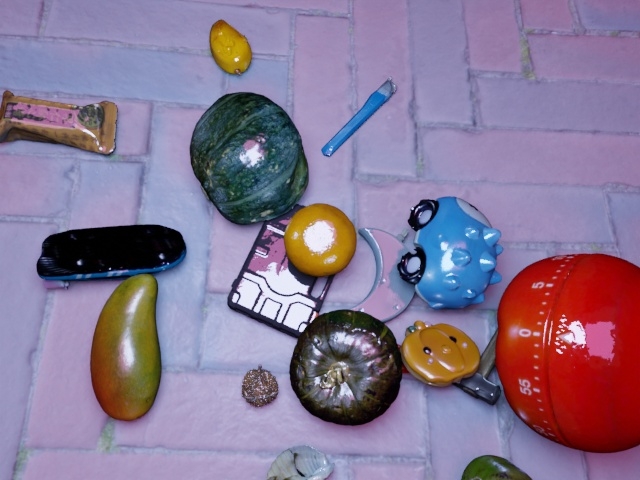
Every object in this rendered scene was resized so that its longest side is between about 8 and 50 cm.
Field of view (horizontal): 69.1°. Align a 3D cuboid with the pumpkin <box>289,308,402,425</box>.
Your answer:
[{"bbox_3d":[0.052,0.258,0.934,0.237,0.159,0.238,2,99,14],"label":"pumpkin"}]

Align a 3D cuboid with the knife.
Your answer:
[{"bbox_3d":[0.104,-0.324,1.214,0.044,0.026,0.296,41,77,11],"label":"knife"}]

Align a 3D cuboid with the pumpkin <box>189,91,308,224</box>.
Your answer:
[{"bbox_3d":[-0.173,-0.204,1.037,0.263,0.197,0.293,-32,60,-6],"label":"pumpkin"}]

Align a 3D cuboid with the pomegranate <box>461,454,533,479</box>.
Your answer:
[{"bbox_3d":[0.361,0.529,0.916,0.130,0.152,0.191,-18,96,-16],"label":"pomegranate"}]

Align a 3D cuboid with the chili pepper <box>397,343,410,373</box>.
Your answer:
[{"bbox_3d":[0.148,0.251,1.026,0.191,0.050,0.059,24,56,-5],"label":"chili pepper"}]

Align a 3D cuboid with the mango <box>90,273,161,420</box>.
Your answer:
[{"bbox_3d":[-0.396,0.217,0.951,0.129,0.146,0.290,13,64,-45],"label":"mango"}]

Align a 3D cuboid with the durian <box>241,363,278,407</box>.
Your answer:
[{"bbox_3d":[-0.126,0.304,0.974,0.080,0.080,0.091,7,93,-2],"label":"durian"}]

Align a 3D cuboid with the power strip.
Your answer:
[{"bbox_3d":[0.142,0.079,1.078,0.167,0.054,0.254,19,73,-1],"label":"power strip"}]

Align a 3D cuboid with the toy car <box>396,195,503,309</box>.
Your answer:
[{"bbox_3d":[0.299,0.026,1.007,0.188,0.190,0.256,31,66,-32],"label":"toy car"}]

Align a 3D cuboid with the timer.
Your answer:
[{"bbox_3d":[0.524,0.213,0.911,0.377,0.279,0.379,0,90,-39],"label":"timer"}]

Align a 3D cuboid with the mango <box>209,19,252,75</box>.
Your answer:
[{"bbox_3d":[-0.240,-0.507,1.225,0.101,0.066,0.188,-28,72,-4],"label":"mango"}]

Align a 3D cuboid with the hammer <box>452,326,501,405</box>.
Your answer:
[{"bbox_3d":[0.422,0.195,1.058,0.111,0.044,0.365,19,60,41],"label":"hammer"}]

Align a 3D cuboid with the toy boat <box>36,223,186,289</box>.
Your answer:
[{"bbox_3d":[-0.450,0.045,1.032,0.298,0.092,0.134,-3,43,-12],"label":"toy boat"}]

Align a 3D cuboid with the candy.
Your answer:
[{"bbox_3d":[-0.624,-0.284,1.111,0.271,0.101,0.144,5,79,-9],"label":"candy"}]

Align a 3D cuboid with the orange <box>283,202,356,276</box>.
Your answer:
[{"bbox_3d":[0.000,0.000,0.986,0.156,0.124,0.156,0,90,1],"label":"orange"}]

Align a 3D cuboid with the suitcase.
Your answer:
[{"bbox_3d":[-0.067,0.060,1.061,0.206,0.066,0.286,24,73,3],"label":"suitcase"}]

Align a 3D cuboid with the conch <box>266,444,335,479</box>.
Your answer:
[{"bbox_3d":[-0.049,0.490,0.911,0.135,0.102,0.153,37,32,13],"label":"conch"}]

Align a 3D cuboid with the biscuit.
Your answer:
[{"bbox_3d":[0.252,0.230,0.998,0.170,0.050,0.170,3,38,-2],"label":"biscuit"}]
